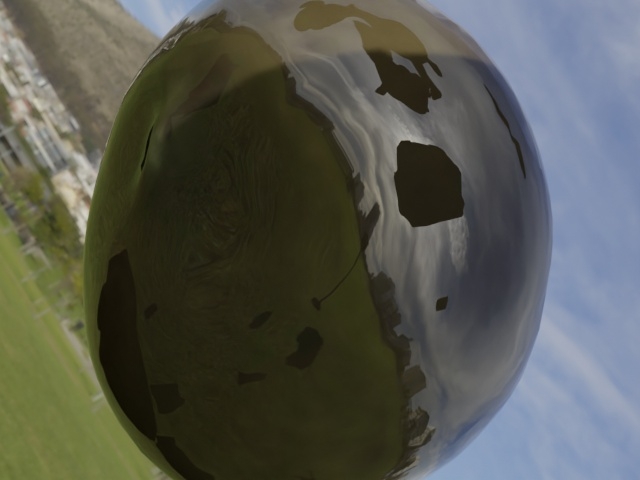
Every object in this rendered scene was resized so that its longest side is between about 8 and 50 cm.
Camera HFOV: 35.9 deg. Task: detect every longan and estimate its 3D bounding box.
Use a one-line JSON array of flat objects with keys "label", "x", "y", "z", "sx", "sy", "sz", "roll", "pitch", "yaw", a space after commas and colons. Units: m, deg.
[{"label": "longan", "x": 0.000, "y": 0.000, "z": 0.406, "sx": 0.196, "sy": 0.197, "sz": 0.220, "roll": -179, "pitch": -89, "yaw": -74}]
